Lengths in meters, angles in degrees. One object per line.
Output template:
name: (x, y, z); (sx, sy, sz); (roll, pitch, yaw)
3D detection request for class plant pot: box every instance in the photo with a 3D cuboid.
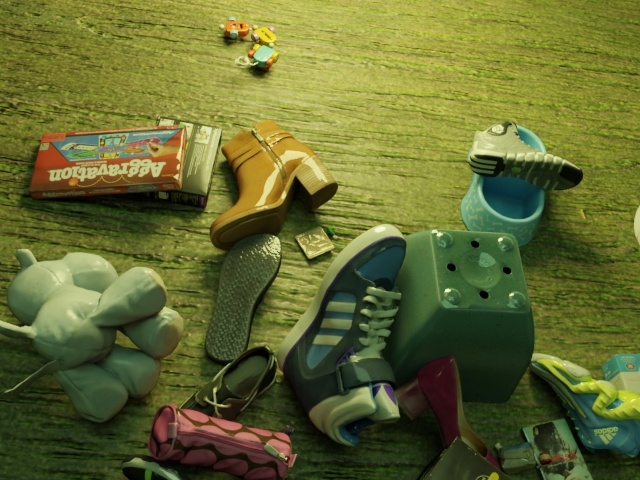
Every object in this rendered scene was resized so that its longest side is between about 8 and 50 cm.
plant pot: (0.228, 0.108, 1.210); (0.248, 0.252, 0.247); (4, 56, -9)

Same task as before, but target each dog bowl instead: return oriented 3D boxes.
dog bowl: (0.391, -0.124, 1.499); (0.166, 0.074, 0.297); (16, 56, 0)

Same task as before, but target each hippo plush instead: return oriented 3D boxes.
hippo plush: (-0.392, 0.140, 1.138); (0.294, 0.234, 0.237); (-19, 30, -38)

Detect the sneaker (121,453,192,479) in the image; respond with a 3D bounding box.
sneaker: (-0.206, 0.401, 1.038); (0.235, 0.084, 0.097); (30, 59, 10)

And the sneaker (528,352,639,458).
sneaker: (0.448, 0.287, 1.228); (0.240, 0.091, 0.126); (24, 91, 39)

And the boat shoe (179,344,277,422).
boat shoe: (-0.163, 0.254, 1.147); (0.084, 0.079, 0.233); (42, 61, 15)

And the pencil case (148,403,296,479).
pencil case: (-0.143, 0.302, 1.063); (0.210, 0.098, 0.095); (20, 77, -25)

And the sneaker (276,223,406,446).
sneaker: (0.083, 0.163, 1.121); (0.130, 0.322, 0.236); (20, 21, -48)

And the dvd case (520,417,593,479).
dvd case: (0.401, 0.367, 1.215); (0.087, 0.013, 0.119); (-8, 60, -15)

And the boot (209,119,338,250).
boot: (-0.134, -0.118, 1.382); (0.284, 0.109, 0.220); (-33, 63, -19)

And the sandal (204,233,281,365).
sandal: (-0.141, 0.100, 1.274); (0.097, 0.054, 0.254); (17, 65, 9)

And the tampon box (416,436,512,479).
tampon box: (0.189, 0.391, 1.071); (0.101, 0.161, 0.120); (37, 59, 14)

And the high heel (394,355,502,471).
high heel: (0.236, 0.287, 1.136); (0.244, 0.117, 0.082); (47, 23, -7)

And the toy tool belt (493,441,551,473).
toy tool belt: (0.334, 0.351, 1.189); (0.083, 0.052, 0.051); (-13, 52, 4)

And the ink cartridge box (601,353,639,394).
ink cartridge box: (0.578, 0.294, 1.267); (0.104, 0.060, 0.180); (2, 57, -10)

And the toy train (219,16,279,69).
toy train: (-0.159, -0.437, 1.622); (0.125, 0.046, 0.166); (-7, 56, -13)

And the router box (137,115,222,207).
router box: (-0.274, -0.157, 1.414); (0.133, 0.046, 0.178); (10, 56, -4)

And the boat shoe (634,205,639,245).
boat shoe: (0.715, 0.022, 1.445); (0.108, 0.102, 0.301); (11, 56, -3)

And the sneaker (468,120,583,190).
sneaker: (0.416, -0.185, 1.450); (0.229, 0.086, 0.132); (12, 54, -2)

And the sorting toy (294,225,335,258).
sorting toy: (0.000, 0.000, 1.382); (0.083, 0.012, 0.062); (-23, 59, -20)

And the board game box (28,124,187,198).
board game box: (-0.399, -0.151, 1.361); (0.282, 0.027, 0.145); (-4, 57, 3)
